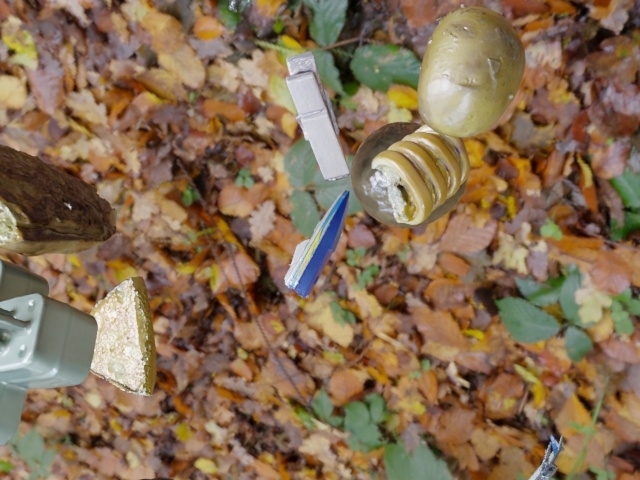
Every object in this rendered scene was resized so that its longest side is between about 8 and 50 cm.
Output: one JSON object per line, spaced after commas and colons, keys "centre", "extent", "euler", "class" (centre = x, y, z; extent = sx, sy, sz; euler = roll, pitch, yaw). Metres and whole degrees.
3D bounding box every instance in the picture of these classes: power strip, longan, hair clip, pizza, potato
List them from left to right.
{"centre": [-0.422, 0.131, 0.864], "extent": [0.261, 0.229, 0.141], "euler": [-13, 151, 28], "class": "power strip"}
{"centre": [-0.348, 0.157, 1.240], "extent": [0.188, 0.204, 0.081], "euler": [8, -176, 35], "class": "pizza"}
{"centre": [-0.008, -0.272, 1.588], "extent": [0.085, 0.101, 0.331], "euler": [-11, 144, 11], "class": "hair clip"}
{"centre": [0.223, -0.163, 1.776], "extent": [0.297, 0.297, 0.297], "euler": [23, 147, 16], "class": "longan"}
{"centre": [0.192, -0.219, 0.896], "extent": [0.137, 0.176, 0.137], "euler": [7, 165, 2], "class": "potato"}

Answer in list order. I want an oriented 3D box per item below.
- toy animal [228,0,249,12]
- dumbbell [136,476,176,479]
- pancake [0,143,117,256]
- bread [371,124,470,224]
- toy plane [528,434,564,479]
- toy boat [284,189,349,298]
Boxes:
{"centre": [-0.127, -0.557, 1.316], "extent": [0.115, 0.245, 0.146], "euler": [5, -175, -26], "class": "toy animal"}
{"centre": [-0.138, 0.225, 0.454], "extent": [0.099, 0.208, 0.099], "euler": [10, 110, 28], "class": "dumbbell"}
{"centre": [-0.371, -0.038, 0.933], "extent": [0.257, 0.056, 0.212], "euler": [27, -159, -37], "class": "pancake"}
{"centre": [0.153, -0.104, 1.043], "extent": [0.084, 0.177, 0.119], "euler": [-12, 114, 58], "class": "bread"}
{"centre": [0.275, 0.275, 0.848], "extent": [0.024, 0.084, 0.078], "euler": [18, 145, 36], "class": "toy plane"}
{"centre": [0.000, 0.000, 1.792], "extent": [0.088, 0.295, 0.129], "euler": [28, 178, 9], "class": "toy boat"}
